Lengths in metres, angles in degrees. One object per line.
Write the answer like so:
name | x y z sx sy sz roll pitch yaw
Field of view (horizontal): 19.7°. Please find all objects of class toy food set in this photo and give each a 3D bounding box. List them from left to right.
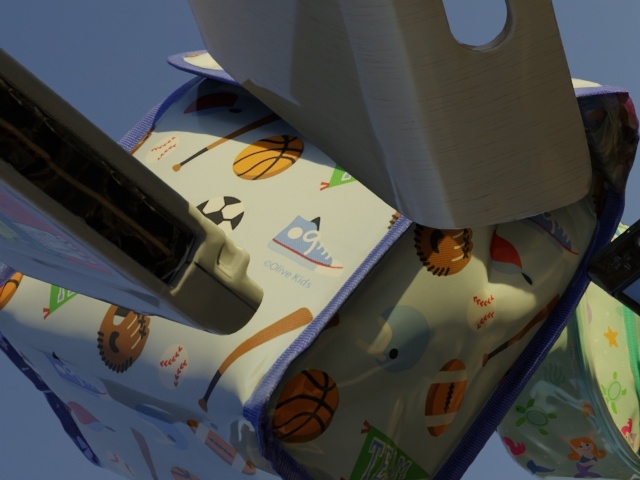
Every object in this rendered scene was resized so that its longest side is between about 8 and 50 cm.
toy food set | -0.003 -0.157 0.766 0.092 0.306 0.220 -27 -58 -13

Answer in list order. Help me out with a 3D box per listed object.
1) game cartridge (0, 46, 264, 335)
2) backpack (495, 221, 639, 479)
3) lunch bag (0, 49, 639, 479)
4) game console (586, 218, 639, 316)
game cartridge | -0.180 -0.050 0.915 0.294 0.196 0.060 41 -105 -41
backpack | 0.233 0.090 1.477 0.253 0.191 0.225 20 -118 -51
lunch bag | 0.000 0.000 1.321 0.385 0.328 0.239 -48 -49 -23
game console | 0.228 0.042 1.081 0.107 0.122 0.071 -44 17 40
